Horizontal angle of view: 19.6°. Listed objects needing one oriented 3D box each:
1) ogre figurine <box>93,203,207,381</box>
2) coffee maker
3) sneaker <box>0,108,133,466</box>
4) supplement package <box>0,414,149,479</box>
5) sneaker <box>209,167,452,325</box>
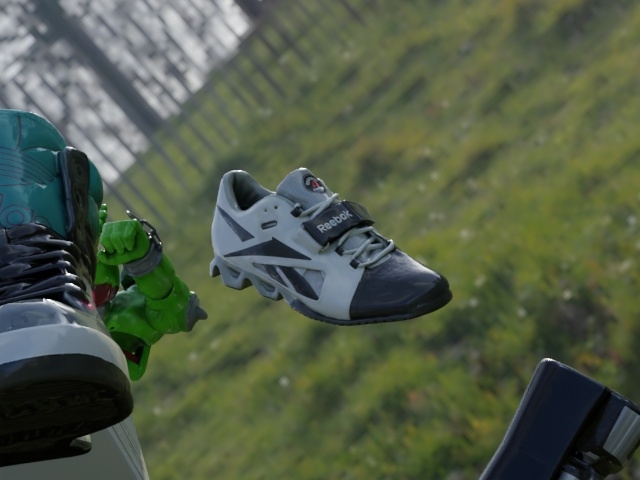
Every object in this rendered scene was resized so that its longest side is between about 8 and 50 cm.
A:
[{"bbox_3d":[-0.175,0.047,1.453,0.197,0.118,0.097,-35,30,25],"label":"ogre figurine"},{"bbox_3d":[0.195,0.202,1.699,0.178,0.171,0.120,-60,10,-16],"label":"coffee maker"},{"bbox_3d":[-0.158,0.016,0.924,0.124,0.178,0.295,-8,-10,-14],"label":"sneaker"},{"bbox_3d":[-0.261,0.096,1.241,0.204,0.262,0.145,-25,34,0],"label":"supplement package"},{"bbox_3d":[0.000,0.000,2.069,0.122,0.331,0.146,-26,-58,-47],"label":"sneaker"}]
